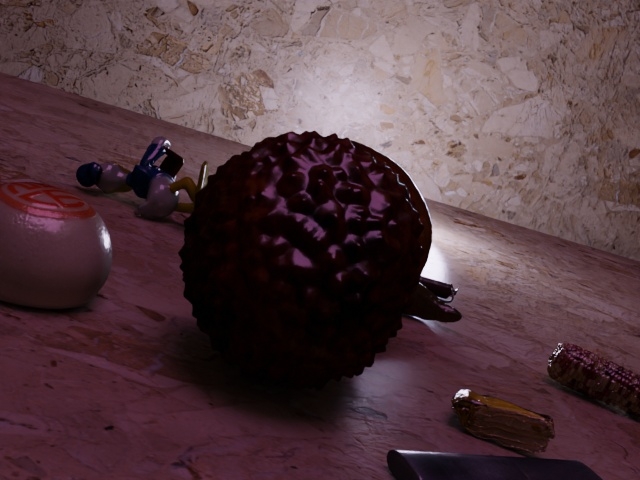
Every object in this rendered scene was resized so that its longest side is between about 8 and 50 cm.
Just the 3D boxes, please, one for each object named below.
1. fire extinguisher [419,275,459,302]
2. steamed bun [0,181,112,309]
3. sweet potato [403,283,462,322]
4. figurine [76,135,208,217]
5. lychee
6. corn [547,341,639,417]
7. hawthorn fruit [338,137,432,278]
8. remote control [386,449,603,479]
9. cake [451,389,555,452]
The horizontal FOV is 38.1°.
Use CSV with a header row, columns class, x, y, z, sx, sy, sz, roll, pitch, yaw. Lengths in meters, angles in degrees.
class,x,y,z,sx,sy,sz,roll,pitch,yaw
fire extinguisher,0.294,0.128,2.442,0.157,0.045,0.078,17,41,-10
steamed bun,-0.494,-0.009,1.607,0.283,0.177,0.283,17,13,-4
sweet potato,0.177,0.124,2.173,0.310,0.098,0.124,15,36,-22
figurine,-0.447,-0.174,2.350,0.338,0.205,0.283,5,40,-3
lychee,-0.025,0.017,1.572,0.424,0.425,0.500,17,41,-5
corn,0.639,0.316,2.031,0.289,0.098,0.098,25,14,12
hawthorn fruit,0.039,-0.003,1.960,0.402,0.403,0.403,18,13,-4
remote control,0.282,0.367,1.433,0.377,0.044,0.107,11,20,-29
cake,0.316,0.321,1.653,0.184,0.080,0.116,9,1,1
